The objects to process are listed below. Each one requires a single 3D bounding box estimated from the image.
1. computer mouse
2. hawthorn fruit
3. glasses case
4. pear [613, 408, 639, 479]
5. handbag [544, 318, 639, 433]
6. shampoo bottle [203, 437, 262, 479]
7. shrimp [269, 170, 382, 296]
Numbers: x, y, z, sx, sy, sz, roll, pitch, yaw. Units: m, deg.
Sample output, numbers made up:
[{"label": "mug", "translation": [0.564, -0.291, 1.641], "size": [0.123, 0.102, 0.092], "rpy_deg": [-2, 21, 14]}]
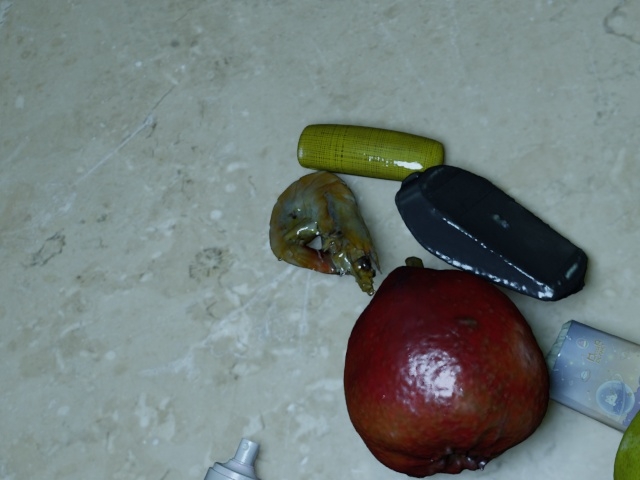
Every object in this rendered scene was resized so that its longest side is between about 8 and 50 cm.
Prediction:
[{"label": "computer mouse", "translation": [0.232, 0.000, 1.298], "size": [0.295, 0.168, 0.087], "rpy_deg": [36, 125, 17]}, {"label": "hawthorn fruit", "translation": [0.159, 0.151, 1.216], "size": [0.265, 0.265, 0.307], "rpy_deg": [-13, 54, 12]}, {"label": "glasses case", "translation": [0.076, -0.137, 1.429], "size": [0.234, 0.064, 0.079], "rpy_deg": [9, 82, 18]}, {"label": "pear", "translation": [0.492, 0.293, 1.055], "size": [0.294, 0.294, 0.294], "rpy_deg": [-5, 72, 15]}, {"label": "handbag", "translation": [0.370, 0.179, 1.226], "size": [0.173, 0.095, 0.117], "rpy_deg": [21, 79, 18]}, {"label": "shampoo bottle", "translation": [-0.155, 0.428, 1.303], "size": [0.092, 0.092, 0.303], "rpy_deg": [19, 79, 21]}, {"label": "shrimp", "translation": [0.000, 0.000, 1.365], "size": [0.152, 0.063, 0.287], "rpy_deg": [-32, 42, 6]}]
